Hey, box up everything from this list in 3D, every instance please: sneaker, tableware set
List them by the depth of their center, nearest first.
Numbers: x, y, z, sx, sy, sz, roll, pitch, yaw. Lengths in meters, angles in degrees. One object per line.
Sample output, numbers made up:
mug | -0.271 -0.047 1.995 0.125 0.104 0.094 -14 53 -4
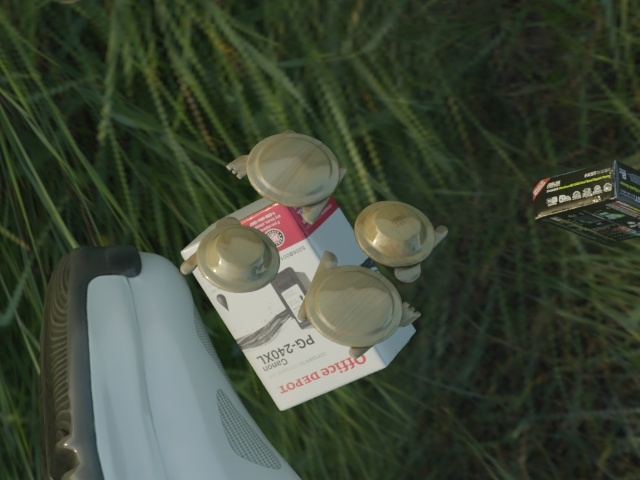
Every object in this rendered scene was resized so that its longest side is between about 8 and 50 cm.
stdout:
sneaker | 0.037 0.197 0.668 0.257 0.169 0.448 -13 75 -16
tableware set | 0.000 0.000 1.051 0.168 0.020 0.141 29 53 12

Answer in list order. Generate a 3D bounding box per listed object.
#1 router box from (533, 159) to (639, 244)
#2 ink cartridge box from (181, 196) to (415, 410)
router box | 0.271 -0.034 1.486 0.122 0.092 0.038 17 67 -44
ink cartridge box | -0.016 0.041 1.202 0.109 0.063 0.150 -26 100 33
